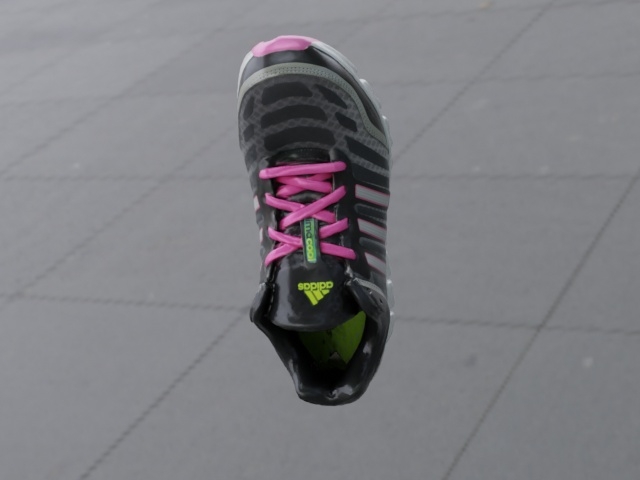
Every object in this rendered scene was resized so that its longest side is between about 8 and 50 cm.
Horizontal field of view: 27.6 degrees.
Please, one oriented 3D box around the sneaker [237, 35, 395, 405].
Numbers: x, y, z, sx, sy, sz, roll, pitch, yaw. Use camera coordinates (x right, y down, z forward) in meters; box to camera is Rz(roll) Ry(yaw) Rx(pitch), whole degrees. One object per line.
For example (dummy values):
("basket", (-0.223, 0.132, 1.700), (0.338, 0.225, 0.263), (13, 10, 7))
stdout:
("sneaker", (0.000, 0.000, 0.542), (0.063, 0.170, 0.075), (-3, 34, 9))
